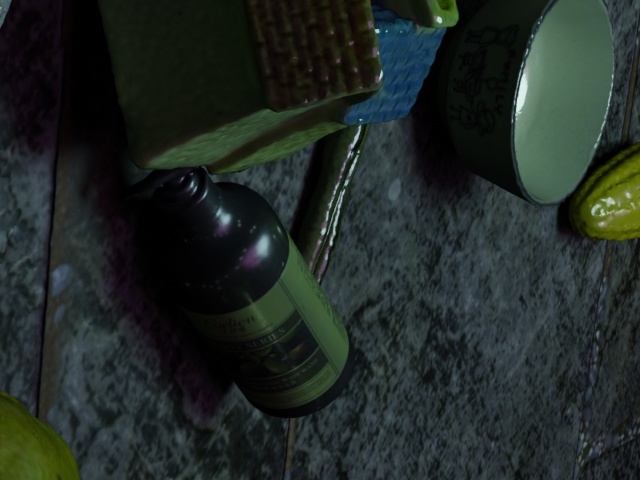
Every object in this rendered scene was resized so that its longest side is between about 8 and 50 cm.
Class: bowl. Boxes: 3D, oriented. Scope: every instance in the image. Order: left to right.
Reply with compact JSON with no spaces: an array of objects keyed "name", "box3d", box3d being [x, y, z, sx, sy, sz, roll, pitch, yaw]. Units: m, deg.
[{"name":"bowl","box3d":[0.183,-0.143,1.803,0.211,0.112,0.211,-31,127,-52]}]

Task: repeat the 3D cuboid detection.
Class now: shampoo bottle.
[{"name":"shampoo bottle","box3d":[-0.063,0.028,1.477,0.101,0.101,0.284,-61,145,-24]}]

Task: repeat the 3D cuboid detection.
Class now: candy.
[{"name":"candy","box3d":[0.341,-0.047,2.126,0.199,0.094,0.106,-24,127,-47]}]

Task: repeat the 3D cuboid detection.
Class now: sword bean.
[{"name":"sword bean","box3d":[0.000,0.001,1.634,0.043,0.038,0.269,17,86,-34]}]

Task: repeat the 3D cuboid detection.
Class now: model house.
[{"name":"model house","box3d":[-0.017,-0.156,1.338,0.214,0.189,0.195,-4,85,-55]}]

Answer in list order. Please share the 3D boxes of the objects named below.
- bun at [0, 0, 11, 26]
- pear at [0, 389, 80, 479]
[{"name":"bun","box3d":[-0.235,-0.152,1.140,0.141,0.083,0.140,-29,126,-48]},{"name":"pear","box3d":[-0.282,0.248,0.997,0.413,0.352,0.352,-58,146,-11]}]
